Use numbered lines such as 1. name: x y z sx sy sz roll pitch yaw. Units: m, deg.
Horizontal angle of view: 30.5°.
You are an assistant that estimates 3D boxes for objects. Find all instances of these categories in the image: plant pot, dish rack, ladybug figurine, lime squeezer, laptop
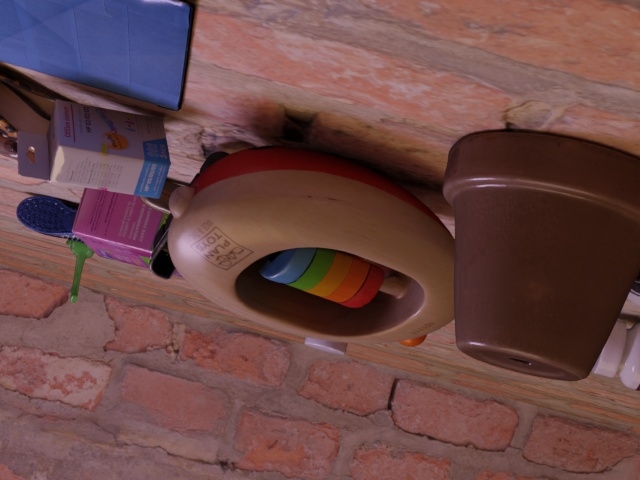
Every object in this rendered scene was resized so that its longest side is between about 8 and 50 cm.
1. plant pot: 0.246 0.028 1.312 0.263 0.229 0.263 15 168 3
2. dish rack: -0.089 -0.009 1.689 0.272 0.074 0.208 21 123 -28
3. ladybug figurine: 0.000 0.000 1.542 0.449 0.161 0.305 24 139 -35
4. lime squeezer: -0.549 0.025 2.689 0.059 0.110 0.310 1 -156 -15
5. laptop: -0.372 -0.152 1.245 0.236 0.408 0.382 49 167 2

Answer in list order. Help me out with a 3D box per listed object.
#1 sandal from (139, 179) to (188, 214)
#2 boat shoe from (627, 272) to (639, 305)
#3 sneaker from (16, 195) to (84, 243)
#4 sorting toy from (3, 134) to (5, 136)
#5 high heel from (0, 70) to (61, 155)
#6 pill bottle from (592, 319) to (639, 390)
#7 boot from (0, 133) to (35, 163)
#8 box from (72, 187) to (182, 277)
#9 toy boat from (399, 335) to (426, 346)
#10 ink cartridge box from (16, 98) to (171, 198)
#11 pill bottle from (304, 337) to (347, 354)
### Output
1. sandal: -0.207 -0.063 1.903 0.180 0.072 0.049 21 147 -10
2. boat shoe: 0.470 0.043 1.522 0.070 0.078 0.219 57 155 -19
3. sneaker: -0.495 -0.030 2.368 0.232 0.081 0.090 12 161 9
4. sorting toy: -0.410 -0.159 1.733 0.075 0.044 0.083 1 163 26
5. high heel: -0.351 -0.151 1.553 0.261 0.093 0.186 20 171 2
6. pill bottle: 0.590 0.208 2.025 0.221 0.121 0.121 14 169 5
7. boot: -0.484 -0.145 1.911 0.118 0.042 0.087 26 170 -41
8. box: -0.284 -0.017 2.066 0.243 0.117 0.213 14 169 4
9. toy boat: 0.164 0.108 2.007 0.151 0.151 0.231 16 169 -4
10. ink cartridge box: -0.290 -0.120 1.499 0.181 0.061 0.104 8 -143 -22
11. pill bottle: 0.031 0.103 2.069 0.103 0.184 0.103 15 169 3
